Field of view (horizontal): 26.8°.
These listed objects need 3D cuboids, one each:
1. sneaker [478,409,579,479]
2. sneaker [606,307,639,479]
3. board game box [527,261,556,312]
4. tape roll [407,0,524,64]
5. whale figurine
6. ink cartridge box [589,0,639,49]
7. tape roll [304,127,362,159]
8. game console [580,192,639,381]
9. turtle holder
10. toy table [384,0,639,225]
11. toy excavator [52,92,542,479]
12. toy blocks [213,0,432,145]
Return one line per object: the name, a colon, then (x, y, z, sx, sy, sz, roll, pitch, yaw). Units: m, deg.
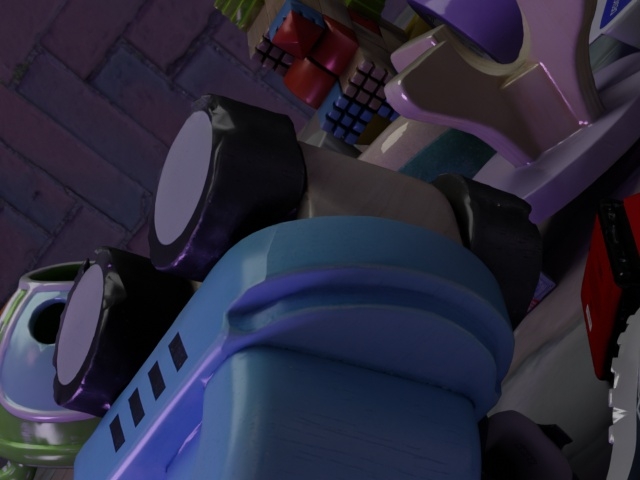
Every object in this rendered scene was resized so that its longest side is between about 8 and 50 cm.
sneaker: (0.108, 0.147, 0.883, 0.153, 0.094, 0.235, -46, 12, 29)
sneaker: (0.201, 0.103, 0.674, 0.094, 0.090, 0.235, -31, 25, 35)
board game box: (0.132, 0.052, 1.210, 0.194, 0.060, 0.194, -53, 9, -2)
tape roll: (0.202, -0.265, 1.624, 0.080, 0.189, 0.189, -53, 9, 5)
whale figurine: (0.156, -0.086, 1.480, 0.272, 0.141, 0.216, -27, -13, -47)
ink cartridge box: (0.379, -0.321, 1.355, 0.307, 0.072, 0.304, -48, 12, 42)
tape roll: (0.000, 0.000, 1.702, 0.246, 0.169, 0.246, -52, 9, 12)
game console: (0.239, 0.021, 0.945, 0.144, 0.085, 0.124, -74, -8, -67)
turtle holder: (-0.228, 0.145, 1.483, 0.320, 0.228, 0.243, 4, 12, 38)
toy table: (0.179, -0.135, 1.177, 0.252, 0.161, 0.274, -23, 17, 46)
toy excavator: (-0.042, 0.207, 0.773, 0.433, 0.222, 0.445, -52, 32, 37)
toy blocks: (0.057, -0.204, 1.690, 0.191, 0.381, 0.261, -56, 20, 22)
